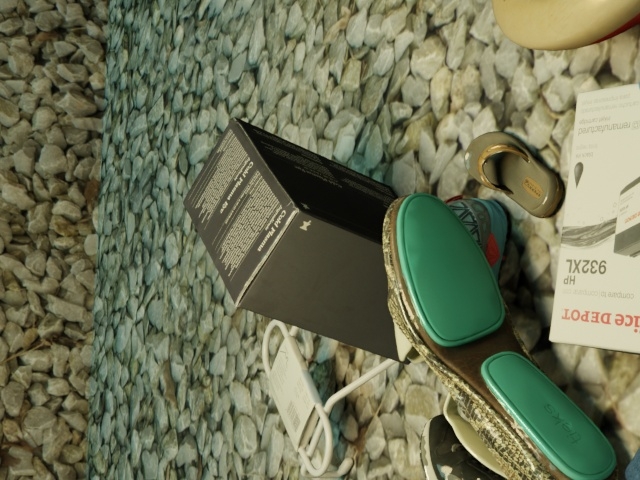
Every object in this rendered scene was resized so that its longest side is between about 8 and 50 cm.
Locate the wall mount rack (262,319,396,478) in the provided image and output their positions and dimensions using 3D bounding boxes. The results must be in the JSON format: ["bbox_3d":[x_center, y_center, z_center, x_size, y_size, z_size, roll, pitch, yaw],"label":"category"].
[{"bbox_3d":[0.018,0.230,1.864,0.304,0.130,0.350,-68,30,29],"label":"wall mount rack"}]

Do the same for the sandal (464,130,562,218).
[{"bbox_3d":[0.266,-0.098,1.558,0.219,0.060,0.090,53,128,53],"label":"sandal"}]

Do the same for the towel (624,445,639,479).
[{"bbox_3d":[0.398,0.248,1.246,0.119,0.029,0.067,-67,31,26],"label":"towel"}]

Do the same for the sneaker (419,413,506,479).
[{"bbox_3d":[0.225,0.356,1.496,0.124,0.107,0.283,-28,42,20],"label":"sneaker"}]

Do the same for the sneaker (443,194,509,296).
[{"bbox_3d":[0.194,0.063,1.575,0.104,0.125,0.261,-13,70,61],"label":"sneaker"}]

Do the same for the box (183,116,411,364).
[{"bbox_3d":[0.000,0.000,1.699,0.179,0.343,0.312,-58,34,16],"label":"box"}]

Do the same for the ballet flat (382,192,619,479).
[{"bbox_3d":[0.198,0.167,1.422,0.482,0.164,0.182,58,144,25],"label":"ballet flat"}]

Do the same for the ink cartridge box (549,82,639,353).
[{"bbox_3d":[0.393,-0.019,1.226,0.223,0.129,0.307,1,83,61],"label":"ink cartridge box"}]

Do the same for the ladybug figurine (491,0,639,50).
[{"bbox_3d":[0.386,-0.408,1.320,0.449,0.162,0.305,-45,44,49],"label":"ladybug figurine"}]
